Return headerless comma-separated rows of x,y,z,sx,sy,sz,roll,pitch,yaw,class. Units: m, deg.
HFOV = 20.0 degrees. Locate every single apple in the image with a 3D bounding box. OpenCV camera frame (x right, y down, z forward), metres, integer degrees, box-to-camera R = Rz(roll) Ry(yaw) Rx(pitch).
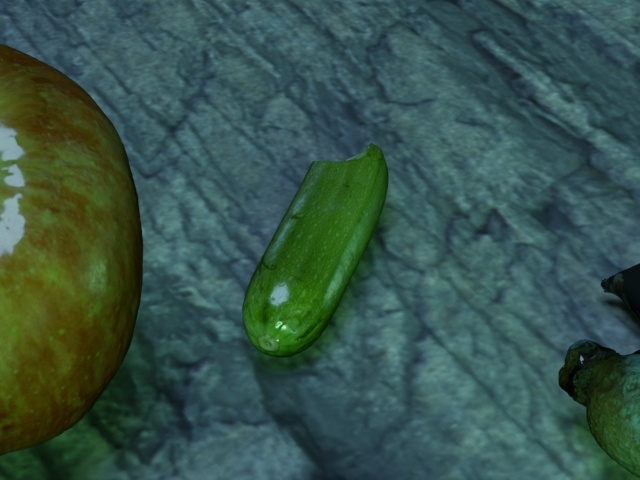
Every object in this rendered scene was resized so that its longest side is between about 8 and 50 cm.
-0.247,0.023,1.202,0.277,0.250,0.309,15,57,14,apple

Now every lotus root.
0.230,0.111,1.119,0.192,0.088,0.113,21,26,35,lotus root

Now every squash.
0.000,0.000,1.332,0.069,0.069,0.239,6,37,17,squash

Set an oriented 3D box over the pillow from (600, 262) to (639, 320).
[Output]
0.261,0.051,1.235,0.090,0.048,0.150,-11,37,-11,pillow
